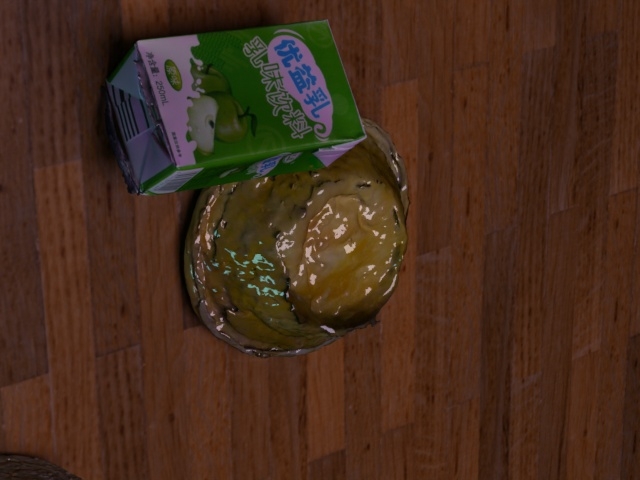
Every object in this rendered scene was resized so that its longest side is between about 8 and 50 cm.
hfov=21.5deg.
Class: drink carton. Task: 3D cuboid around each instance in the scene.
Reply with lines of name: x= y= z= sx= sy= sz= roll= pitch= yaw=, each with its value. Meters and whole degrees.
drink carton: x=-0.101 y=-0.153 z=1.900 sx=0.271 sy=0.108 sz=0.161 roll=-11 pitch=78 yaw=-33

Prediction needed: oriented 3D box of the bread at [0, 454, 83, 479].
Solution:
bread: x=-0.345 y=0.333 z=1.913 sx=0.148 sy=0.134 sz=0.141 roll=13 pitch=103 yaw=-30

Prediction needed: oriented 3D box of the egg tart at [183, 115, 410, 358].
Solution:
egg tart: x=0.000 y=0.000 z=2.073 sx=0.345 sy=0.132 sz=0.345 roll=-14 pitch=113 yaw=-36
